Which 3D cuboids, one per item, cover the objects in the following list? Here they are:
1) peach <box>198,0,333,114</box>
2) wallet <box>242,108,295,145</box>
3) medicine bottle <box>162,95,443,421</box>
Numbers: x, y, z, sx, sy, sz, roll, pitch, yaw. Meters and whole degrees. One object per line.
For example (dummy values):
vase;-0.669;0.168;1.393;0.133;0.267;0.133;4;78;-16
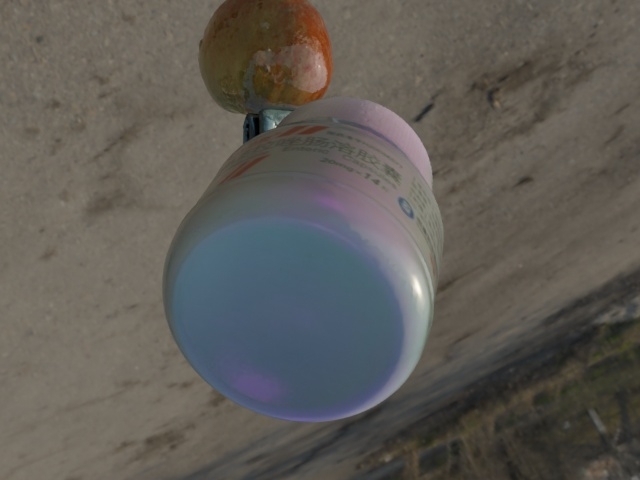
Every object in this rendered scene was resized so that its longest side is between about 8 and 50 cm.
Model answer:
peach;-0.086;-0.306;1.378;0.232;0.232;0.232;-24;160;-9
wallet;0.015;-0.082;1.366;0.075;0.237;0.342;3;-174;36
medicine bottle;0.000;0.000;0.857;0.241;0.241;0.302;-37;-165;27
